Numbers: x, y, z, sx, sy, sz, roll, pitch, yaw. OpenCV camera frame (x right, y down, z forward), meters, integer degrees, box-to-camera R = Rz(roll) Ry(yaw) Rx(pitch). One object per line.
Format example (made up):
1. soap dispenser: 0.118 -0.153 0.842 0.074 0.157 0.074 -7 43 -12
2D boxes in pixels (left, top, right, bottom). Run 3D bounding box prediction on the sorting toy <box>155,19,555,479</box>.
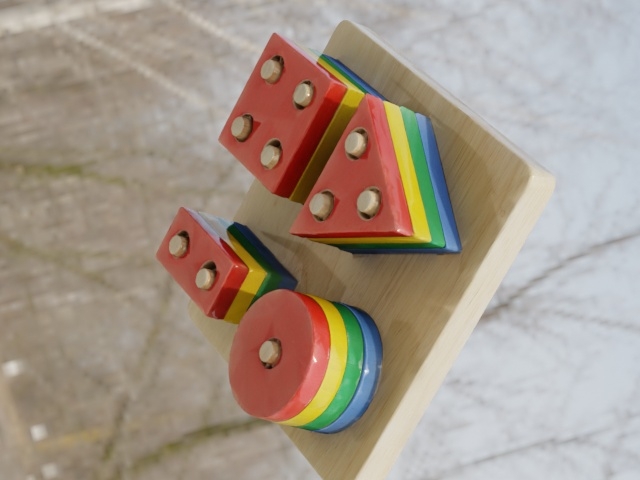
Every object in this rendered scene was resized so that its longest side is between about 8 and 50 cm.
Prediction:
1. sorting toy: 0.000 0.000 1.254 0.257 0.089 0.255 -61 -140 14
